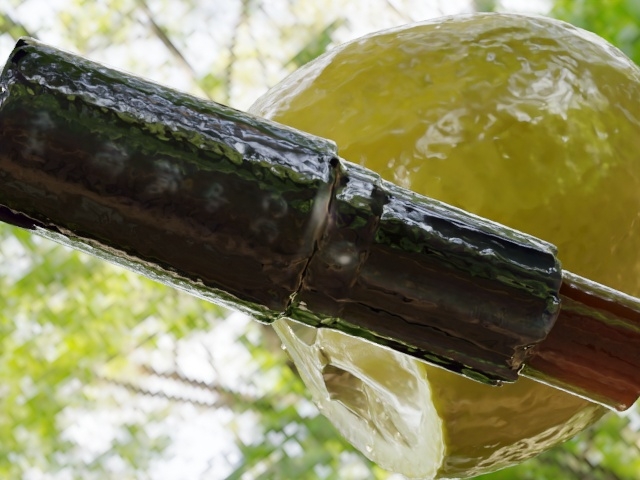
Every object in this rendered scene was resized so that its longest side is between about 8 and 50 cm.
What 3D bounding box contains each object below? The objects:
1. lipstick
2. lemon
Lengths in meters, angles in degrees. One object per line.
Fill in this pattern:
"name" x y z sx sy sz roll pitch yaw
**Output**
"lipstick" 0.000 0.000 0.805 0.300 0.081 0.081 20 -52 -11
"lemon" 0.127 -0.014 1.478 0.364 0.364 0.364 -30 -28 -18
